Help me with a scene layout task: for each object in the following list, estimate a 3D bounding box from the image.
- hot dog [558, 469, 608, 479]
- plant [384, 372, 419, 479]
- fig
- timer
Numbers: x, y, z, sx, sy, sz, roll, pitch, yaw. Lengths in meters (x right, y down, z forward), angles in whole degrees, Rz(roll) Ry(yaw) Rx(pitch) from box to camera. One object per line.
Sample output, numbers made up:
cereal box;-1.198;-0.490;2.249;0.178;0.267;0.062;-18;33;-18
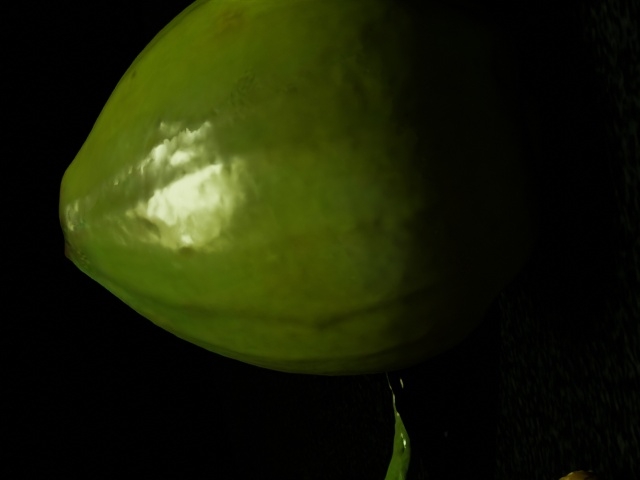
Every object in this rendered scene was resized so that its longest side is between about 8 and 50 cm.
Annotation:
hot dog;0.155;0.184;0.795;0.165;0.045;0.071;-115;19;-55
plant;0.065;0.215;1.227;0.180;0.251;0.333;17;81;59
fig;-0.013;-0.037;0.866;0.239;0.271;0.239;-15;-90;-87
timer;0.074;0.072;1.112;0.144;0.055;0.187;-111;15;-50
